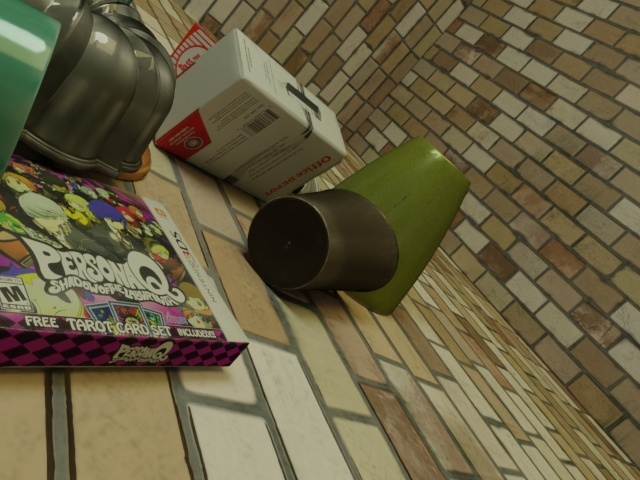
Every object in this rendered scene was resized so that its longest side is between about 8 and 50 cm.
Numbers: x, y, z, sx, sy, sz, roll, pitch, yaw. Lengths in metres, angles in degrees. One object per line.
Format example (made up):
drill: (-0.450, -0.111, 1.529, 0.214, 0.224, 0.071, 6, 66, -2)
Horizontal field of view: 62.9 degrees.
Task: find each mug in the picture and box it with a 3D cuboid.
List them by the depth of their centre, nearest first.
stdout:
mug: (-0.235, -0.096, 0.323, 0.097, 0.129, 0.158, 22, 26, -32)

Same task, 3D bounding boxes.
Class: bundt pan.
bundt pan: (-0.280, -0.223, 0.532, 0.331, 0.124, 0.331, 45, 11, -11)

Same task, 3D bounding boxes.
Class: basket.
basket: (0.000, 0.000, 0.804, 0.204, 0.154, 0.227, 47, 18, 17)

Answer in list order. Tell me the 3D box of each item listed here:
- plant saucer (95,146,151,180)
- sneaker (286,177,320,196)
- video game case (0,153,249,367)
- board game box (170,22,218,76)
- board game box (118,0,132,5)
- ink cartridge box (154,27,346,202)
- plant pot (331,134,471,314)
plant saucer: (-0.298, -0.157, 0.665, 0.200, 0.037, 0.200, 39, 14, -12)
sneaker: (-0.077, -0.204, 1.104, 0.281, 0.105, 0.115, 63, 6, 0)
video game case: (-0.191, 0.016, 0.443, 0.210, 0.042, 0.232, 50, 16, 31)
board game box: (-0.249, -0.358, 1.159, 0.193, 0.147, 0.045, 45, 14, 10)
board game box: (-0.503, -0.578, 1.147, 0.186, 0.126, 0.026, 29, 12, -46)
ink cartridge box: (-0.114, -0.194, 0.900, 0.273, 0.197, 0.114, 28, 42, -49)
plant pot: (0.144, -0.052, 1.035, 0.275, 0.293, 0.275, 40, 15, -13)
